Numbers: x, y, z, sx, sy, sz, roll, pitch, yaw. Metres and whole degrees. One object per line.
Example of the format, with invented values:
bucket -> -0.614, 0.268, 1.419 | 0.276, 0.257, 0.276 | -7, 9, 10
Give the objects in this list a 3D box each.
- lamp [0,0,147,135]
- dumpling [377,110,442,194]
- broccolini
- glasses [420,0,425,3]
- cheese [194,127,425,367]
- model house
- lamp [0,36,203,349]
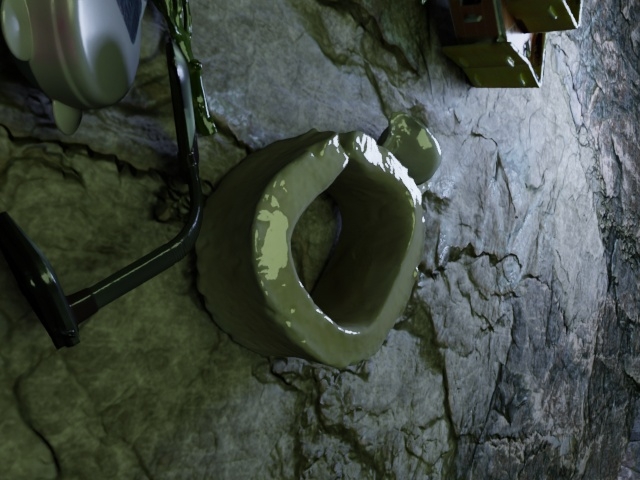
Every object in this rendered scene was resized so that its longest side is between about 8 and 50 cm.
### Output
lamp -> -0.239, -0.240, 0.579 | 0.179, 0.107, 0.246 | 99, 2, -63
dumpling -> 0.141, -0.137, 1.002 | 0.127, 0.108, 0.188 | -49, 141, -5
broccolini -> -0.167, -0.240, 0.729 | 0.067, 0.058, 0.216 | -19, 113, -9
glasses -> 0.213, -0.495, 0.958 | 0.102, 0.239, 0.207 | 35, 39, -46
cheese -> 0.001, -0.002, 0.805 | 0.292, 0.153, 0.332 | 54, 52, -31
model house -> 0.405, -0.476, 1.157 | 0.340, 0.300, 0.324 | -45, 130, -31
lamp -> -0.193, -0.055, 0.577 | 0.283, 0.124, 0.203 | -48, 153, -35
